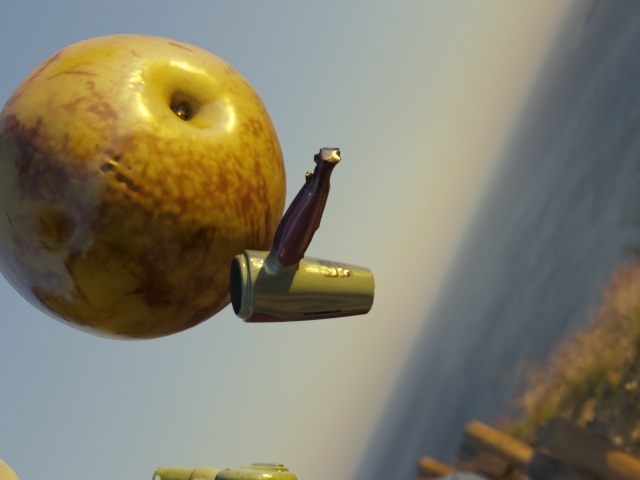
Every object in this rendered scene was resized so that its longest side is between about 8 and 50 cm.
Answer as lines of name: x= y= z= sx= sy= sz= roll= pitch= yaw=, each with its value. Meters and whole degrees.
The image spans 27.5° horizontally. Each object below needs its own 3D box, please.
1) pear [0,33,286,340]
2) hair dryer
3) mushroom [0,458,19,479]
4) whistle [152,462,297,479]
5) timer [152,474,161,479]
pear: x=-0.164 y=-0.043 z=1.132 sx=0.281 sy=0.280 sz=0.281 roll=25 pitch=-90 yaw=-85
hair dryer: x=-0.006 y=-0.002 z=0.951 sx=0.054 sy=0.106 sz=0.154 roll=-104 pitch=18 yaw=-44
mushroom: x=-0.418 y=0.361 z=1.274 sx=0.217 sy=0.212 sz=0.292 roll=13 pitch=-83 yaw=-40
whistle: x=-0.121 y=0.301 z=1.632 sx=0.104 sy=0.198 sz=0.057 roll=18 pitch=-106 yaw=-61
timer: x=-0.232 y=0.385 z=1.391 sx=0.255 sy=0.175 sz=0.175 roll=-112 pitch=31 yaw=-41
